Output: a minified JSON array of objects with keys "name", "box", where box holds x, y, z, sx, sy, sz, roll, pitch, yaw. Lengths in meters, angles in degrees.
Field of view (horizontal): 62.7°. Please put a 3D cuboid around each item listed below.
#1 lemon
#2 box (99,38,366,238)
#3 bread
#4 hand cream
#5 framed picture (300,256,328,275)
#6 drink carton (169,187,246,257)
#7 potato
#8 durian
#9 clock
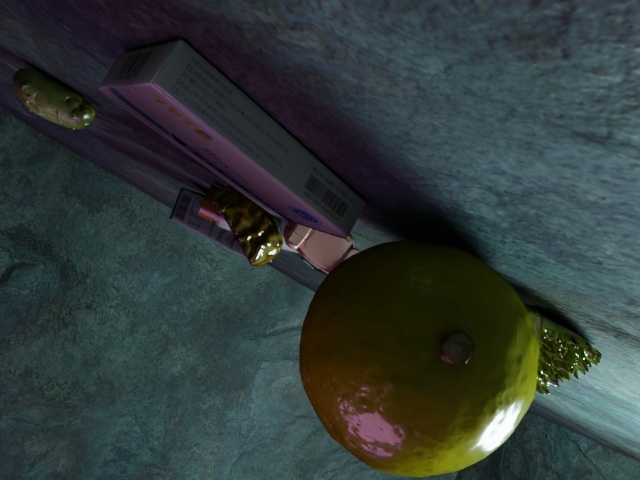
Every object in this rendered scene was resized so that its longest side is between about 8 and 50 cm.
[{"name":"lemon","box":[0.130,0.157,0.735,0.347,0.348,0.348,29,171,5]},{"name":"box","box":[-0.112,-0.126,0.722,0.343,0.065,0.200,36,168,-38]},{"name":"bread","box":[-0.155,-0.033,1.157,0.182,0.096,0.222,60,172,1]},{"name":"hand cream","box":[-0.152,-0.039,1.336,0.314,0.089,0.140,24,-176,-10]},{"name":"framed picture","box":[0.010,0.106,1.845,0.149,0.011,0.109,24,170,31]},{"name":"drink carton","box":[-0.272,-0.046,1.512,0.314,0.107,0.130,24,-175,27]},{"name":"potato","box":[-0.584,-0.308,1.160,0.188,0.085,0.105,26,149,0]},{"name":"durian","box":[0.360,0.179,0.943,0.170,0.157,0.355,66,168,-2]},{"name":"clock","box":[0.000,0.000,1.044,0.166,0.093,0.162,36,179,-12]}]
